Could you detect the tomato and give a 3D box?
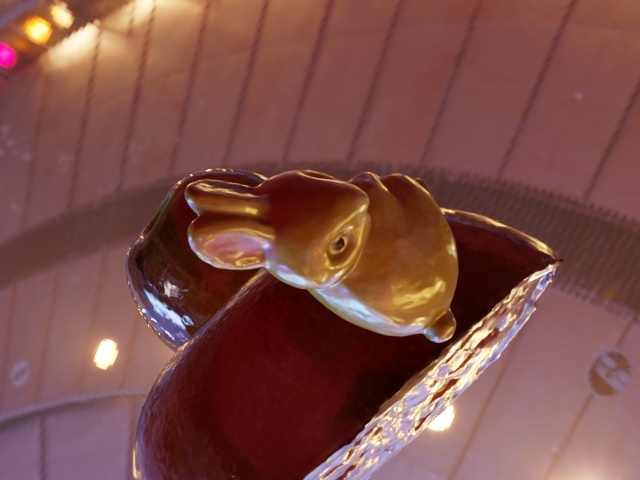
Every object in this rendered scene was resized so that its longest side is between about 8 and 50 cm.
[{"bbox_3d":[-0.003,0.093,0.857,0.143,0.338,0.338,47,-74,16],"label":"tomato"}]

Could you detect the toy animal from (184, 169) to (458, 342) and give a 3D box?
[{"bbox_3d":[0.002,0.002,0.569,0.070,0.159,0.083,-37,-119,23],"label":"toy animal"}]

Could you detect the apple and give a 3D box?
[{"bbox_3d":[-0.089,0.023,1.212,0.196,0.196,0.196,-24,-128,35],"label":"apple"}]
